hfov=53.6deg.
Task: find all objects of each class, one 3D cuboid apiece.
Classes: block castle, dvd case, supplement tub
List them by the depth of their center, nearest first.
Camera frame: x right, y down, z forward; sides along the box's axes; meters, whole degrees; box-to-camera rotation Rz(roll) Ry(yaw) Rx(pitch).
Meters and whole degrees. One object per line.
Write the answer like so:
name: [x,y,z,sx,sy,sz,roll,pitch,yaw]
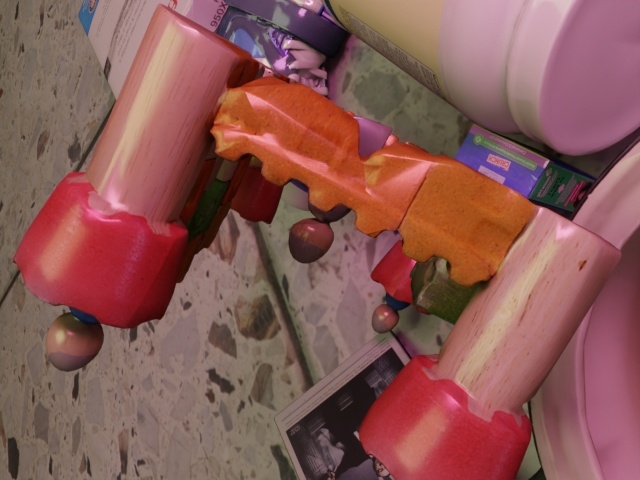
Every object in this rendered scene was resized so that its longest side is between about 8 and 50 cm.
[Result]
block castle: [0.000,0.000,0.517,0.302,0.453,0.213,28,101,0]
supplement tub: [0.157,-0.243,0.570,0.325,0.235,0.236,49,120,40]
dvd case: [0.060,0.227,0.673,0.179,0.029,0.239,-39,39,3]

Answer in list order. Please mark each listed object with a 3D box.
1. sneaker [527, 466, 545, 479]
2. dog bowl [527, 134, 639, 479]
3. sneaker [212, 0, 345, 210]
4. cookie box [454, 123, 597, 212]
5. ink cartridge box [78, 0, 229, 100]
sneaker: [0.254,0.268,0.512,0.118,0.083,0.222,-60,36,29]
dog bowl: [0.336,0.092,0.348,0.407,0.150,0.409,6,98,45]
sneaker: [-0.023,-0.231,0.849,0.236,0.130,0.323,-39,66,26]
cookie box: [0.196,-0.066,0.595,0.092,0.107,0.040,41,114,43]
ink cartridge box: [-0.259,-0.392,1.102,0.286,0.166,0.395,-54,49,28]
